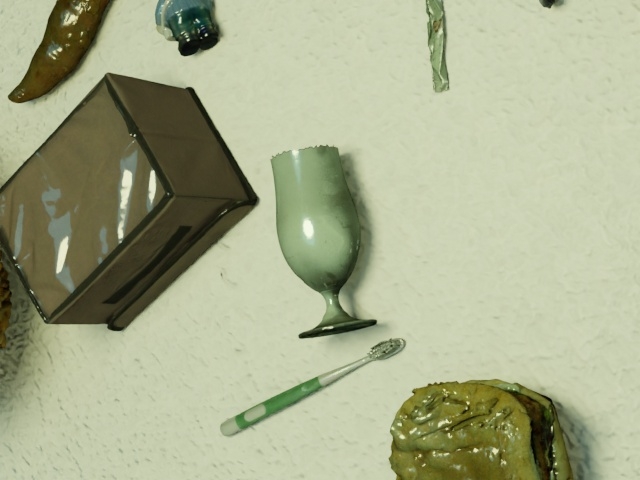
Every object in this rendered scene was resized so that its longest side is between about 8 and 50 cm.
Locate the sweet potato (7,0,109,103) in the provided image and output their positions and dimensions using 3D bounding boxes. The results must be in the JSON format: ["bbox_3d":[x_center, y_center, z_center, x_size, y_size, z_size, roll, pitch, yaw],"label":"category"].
[{"bbox_3d":[-0.298,-0.273,1.752,0.067,0.067,0.274,47,109,24],"label":"sweet potato"}]

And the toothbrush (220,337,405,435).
[{"bbox_3d":[-0.014,0.165,1.586,0.257,0.024,0.018,-29,73,27],"label":"toothbrush"}]

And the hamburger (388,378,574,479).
[{"bbox_3d":[0.171,0.231,1.430,0.183,0.130,0.206,-5,103,31],"label":"hamburger"}]

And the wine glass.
[{"bbox_3d":[0.000,0.000,1.544,0.093,0.093,0.202,-16,79,29],"label":"wine glass"}]

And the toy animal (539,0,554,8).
[{"bbox_3d":[0.264,-0.438,1.421,0.206,0.081,0.367,46,113,26],"label":"toy animal"}]

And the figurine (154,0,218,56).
[{"bbox_3d":[-0.174,-0.293,1.674,0.086,0.087,0.149,-21,75,-11],"label":"figurine"}]

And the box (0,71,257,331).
[{"bbox_3d":[-0.237,-0.041,1.652,0.252,0.153,0.188,-40,68,24],"label":"box"}]

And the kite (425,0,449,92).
[{"bbox_3d":[0.120,-0.284,1.536,0.229,0.012,0.250,-2,87,34],"label":"kite"}]

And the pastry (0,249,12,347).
[{"bbox_3d":[-0.509,0.028,1.691,0.245,0.409,0.410,-25,72,-11],"label":"pastry"}]
